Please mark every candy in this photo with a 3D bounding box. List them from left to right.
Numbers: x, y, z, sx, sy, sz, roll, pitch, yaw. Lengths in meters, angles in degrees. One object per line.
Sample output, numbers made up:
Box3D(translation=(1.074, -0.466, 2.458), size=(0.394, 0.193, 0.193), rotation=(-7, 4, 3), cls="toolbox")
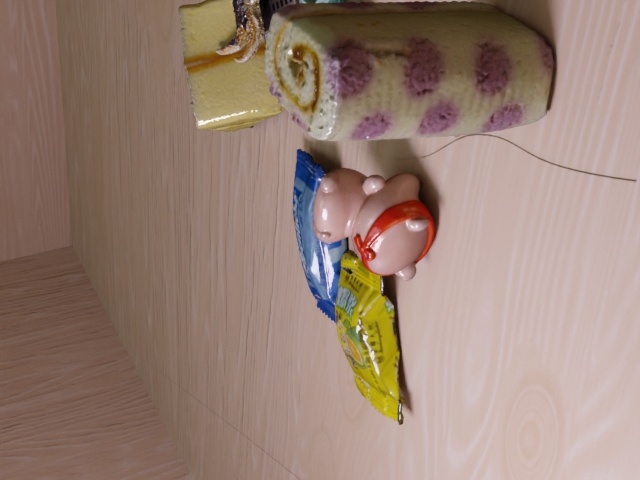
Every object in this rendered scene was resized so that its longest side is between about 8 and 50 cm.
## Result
Box3D(translation=(0.000, 0.000, 2.234), size=(0.187, 0.077, 0.331), rotation=(-142, 45, -66), cls="candy")
Box3D(translation=(0.086, 0.171, 2.113), size=(0.187, 0.081, 0.297), rotation=(-149, 50, -62), cls="candy")

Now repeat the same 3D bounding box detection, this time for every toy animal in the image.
Box3D(translation=(0.088, -0.033, 1.898), size=(0.198, 0.171, 0.171), rotation=(26, 139, 10), cls="toy animal")

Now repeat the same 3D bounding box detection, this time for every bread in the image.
Box3D(translation=(-0.154, -0.361, 2.386), size=(0.236, 0.199, 0.263), rotation=(-11, -87, -82), cls="bread")
Box3D(translation=(0.116, -0.217, 1.514), size=(0.187, 0.338, 0.155), rotation=(47, 137, 49), cls="bread")

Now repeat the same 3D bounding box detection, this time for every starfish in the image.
Box3D(translation=(-0.142, -0.438, 2.195), size=(0.216, 0.071, 0.238), rotation=(122, 147, -60), cls="starfish")

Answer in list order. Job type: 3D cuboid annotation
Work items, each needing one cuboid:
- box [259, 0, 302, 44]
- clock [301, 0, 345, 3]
Box3D(translation=(-0.069, -0.475, 2.160), size=(0.180, 0.047, 0.324), rotation=(-179, 78, -67), cls="box")
Box3D(translation=(0.000, -0.460, 1.990), size=(0.188, 0.060, 0.148), rotation=(70, 155, 14), cls="clock")
